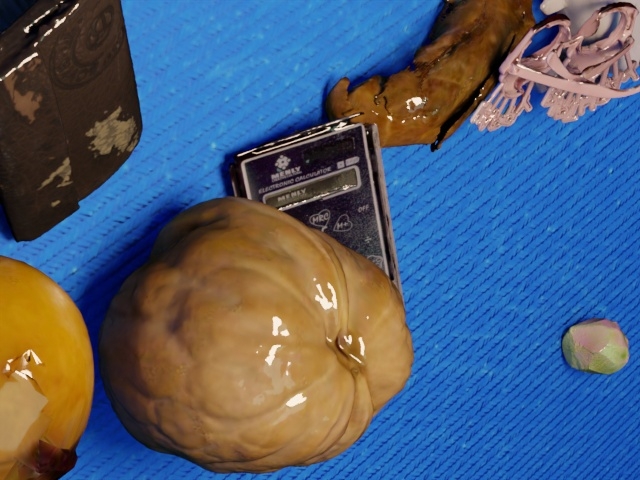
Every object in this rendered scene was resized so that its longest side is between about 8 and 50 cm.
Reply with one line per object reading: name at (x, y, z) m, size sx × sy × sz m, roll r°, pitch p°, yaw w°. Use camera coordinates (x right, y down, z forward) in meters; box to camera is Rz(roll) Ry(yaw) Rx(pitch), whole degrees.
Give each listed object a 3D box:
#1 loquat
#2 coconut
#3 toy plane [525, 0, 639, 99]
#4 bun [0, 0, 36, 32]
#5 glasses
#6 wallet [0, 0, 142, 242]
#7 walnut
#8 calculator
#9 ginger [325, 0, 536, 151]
loquat at (-0.305, 0.124, 1.372) m, size 0.235 × 0.235 × 0.235 m, roll -20°, pitch 121°, yaw -36°
coconut at (0.372, 0.142, 2.119) m, size 0.081 × 0.082 × 0.083 m, roll -10°, pitch 137°, yaw -35°
toy plane at (0.318, -0.275, 1.851) m, size 0.244 × 0.117 × 0.245 m, roll -30°, pitch 137°, yaw -33°
bun at (-0.298, -0.217, 1.304) m, size 0.166 × 0.113 × 0.173 m, roll -11°, pitch 116°, yaw -29°
glasses at (0.283, -0.170, 1.749) m, size 0.255 × 0.095 × 0.162 m, roll -11°, pitch 148°, yaw -35°
wallet at (-0.219, -0.111, 1.366) m, size 0.170 × 0.044 × 0.321 m, roll -49°, pitch 166°, yaw -19°
walnut at (-0.070, 0.098, 1.553) m, size 0.296 × 0.285 × 0.285 m, roll -30°, pitch 128°, yaw -47°
calculator at (0.000, 0.000, 1.702) m, size 0.165 × 0.028 × 0.274 m, roll -18°, pitch 123°, yaw -11°
ginger at (0.142, -0.200, 1.735) m, size 0.309 × 0.107 × 0.133 m, roll -44°, pitch 108°, yaw -19°
